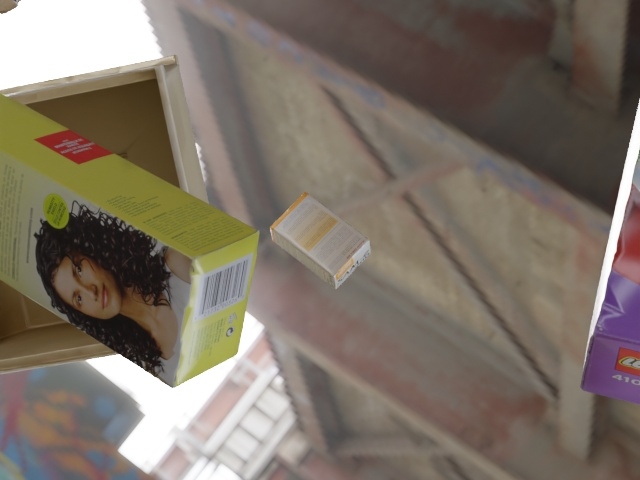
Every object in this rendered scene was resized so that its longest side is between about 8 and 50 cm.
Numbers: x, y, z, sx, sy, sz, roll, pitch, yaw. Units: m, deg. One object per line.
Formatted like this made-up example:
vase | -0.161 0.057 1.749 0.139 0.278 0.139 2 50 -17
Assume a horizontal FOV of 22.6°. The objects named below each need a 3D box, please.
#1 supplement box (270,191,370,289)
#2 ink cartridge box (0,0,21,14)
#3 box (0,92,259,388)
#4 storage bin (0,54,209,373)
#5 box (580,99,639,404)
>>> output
supplement box | 0.000 0.000 1.806 0.098 0.062 0.036 38 -19 21
ink cartridge box | -0.300 -0.221 1.112 0.235 0.193 0.088 -19 -37 33
box | -0.144 -0.011 0.902 0.232 0.058 0.087 27 -58 30
storage bin | -0.240 -0.026 1.552 0.123 0.260 0.262 -70 148 -75
box | 0.247 -0.018 0.501 0.293 0.201 0.057 13 -22 11
